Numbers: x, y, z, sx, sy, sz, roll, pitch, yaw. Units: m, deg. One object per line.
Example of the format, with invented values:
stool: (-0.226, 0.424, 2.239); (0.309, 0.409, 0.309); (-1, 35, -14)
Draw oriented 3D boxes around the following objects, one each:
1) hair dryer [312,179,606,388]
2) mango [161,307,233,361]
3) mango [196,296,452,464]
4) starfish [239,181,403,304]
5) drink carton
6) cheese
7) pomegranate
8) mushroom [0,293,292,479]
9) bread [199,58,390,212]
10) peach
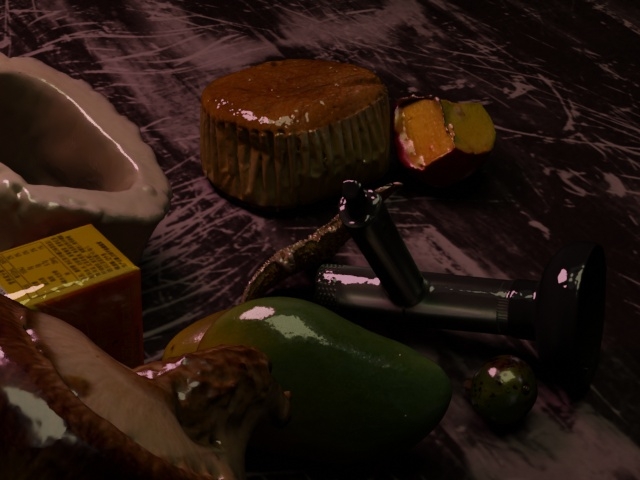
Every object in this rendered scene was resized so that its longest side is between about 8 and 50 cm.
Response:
hair dryer: (0.130, 0.051, 1.426); (0.320, 0.156, 0.284); (7, -9, 13)
mango: (-0.089, 0.116, 1.454); (0.161, 0.076, 0.103); (-8, 34, -1)
mango: (-0.001, 0.141, 1.347); (0.251, 0.156, 0.114); (14, 8, -1)
starfish: (0.001, 0.001, 1.596); (0.227, 0.043, 0.240); (-33, 4, 9)
drink carton: (-0.352, 0.116, 1.358); (0.351, 0.155, 0.111); (-20, 38, -31)
cheese: (-0.345, -0.067, 1.565); (0.332, 0.153, 0.292); (37, 30, 18)
pomegranate: (0.185, 0.149, 1.418); (0.073, 0.073, 0.084); (-10, 29, -19)
mushroom: (-0.178, 0.153, 1.136); (0.260, 0.345, 0.345); (-50, 48, -5)
bread: (-0.030, -0.148, 1.815); (0.253, 0.142, 0.227); (-24, 33, -33)
peach: (0.164, -0.130, 1.825); (0.151, 0.118, 0.151); (9, 6, -1)
